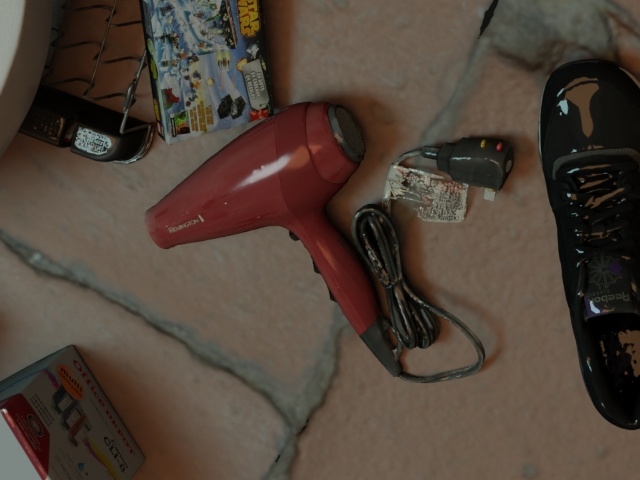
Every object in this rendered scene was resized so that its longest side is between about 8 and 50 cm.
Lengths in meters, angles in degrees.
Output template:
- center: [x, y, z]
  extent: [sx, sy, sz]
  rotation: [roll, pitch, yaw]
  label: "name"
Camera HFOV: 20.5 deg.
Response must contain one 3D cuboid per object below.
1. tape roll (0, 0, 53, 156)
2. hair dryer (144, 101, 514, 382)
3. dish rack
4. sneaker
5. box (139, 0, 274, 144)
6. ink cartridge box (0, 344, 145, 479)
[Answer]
- center: [-0.393, -0.176, 1.332]
  extent: [0.392, 0.072, 0.392]
  rotation: [-1, 83, 8]
  label: "tape roll"
- center: [0.000, 0.000, 1.416]
  extent: [0.294, 0.080, 0.223]
  rotation: [13, 108, 9]
  label: "hair dryer"
- center: [-0.208, -0.208, 1.413]
  extent: [0.208, 0.074, 0.271]
  rotation: [20, 106, 5]
  label: "dish rack"
- center: [0.228, 0.004, 1.343]
  extent: [0.107, 0.124, 0.283]
  rotation: [-10, 102, 14]
  label: "sneaker"
- center: [-0.089, -0.151, 1.382]
  extent: [0.094, 0.027, 0.137]
  rotation: [-16, 119, -20]
  label: "box"
- center: [-0.249, 0.188, 1.471]
  extent: [0.127, 0.176, 0.128]
  rotation: [-29, 98, 15]
  label: "ink cartridge box"
